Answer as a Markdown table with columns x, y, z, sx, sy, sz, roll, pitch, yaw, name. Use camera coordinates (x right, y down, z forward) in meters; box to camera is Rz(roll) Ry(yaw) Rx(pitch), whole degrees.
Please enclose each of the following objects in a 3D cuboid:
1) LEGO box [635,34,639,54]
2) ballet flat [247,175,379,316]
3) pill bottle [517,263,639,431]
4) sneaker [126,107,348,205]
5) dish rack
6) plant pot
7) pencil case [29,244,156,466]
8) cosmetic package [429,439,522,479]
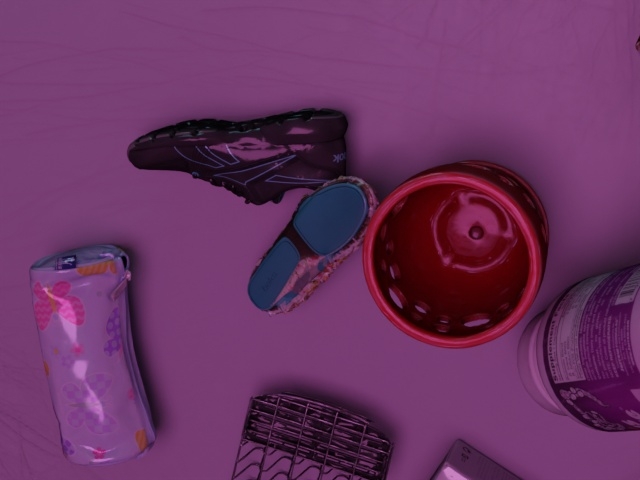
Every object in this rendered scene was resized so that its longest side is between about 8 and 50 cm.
| x | y | z | sx | sy | sz | roll | pitch | yaw | name |
| --- | --- | --- | --- | --- | --- | --- | --- | --- | --- |
| 0.504 | -0.034 | 1.219 | 0.193 | 0.372 | 0.500 | -29 | 94 | 21 | LEGO box |
| 0.000 | 0.000 | 1.505 | 0.241 | 0.077 | 0.091 | -43 | 72 | 39 | ballet flat |
| 0.326 | 0.111 | 1.344 | 0.169 | 0.301 | 0.169 | 4 | 79 | -19 | pill bottle |
| -0.097 | -0.089 | 1.521 | 0.267 | 0.101 | 0.106 | -2 | 106 | 17 | sneaker |
| -0.020 | 0.318 | 1.623 | 0.208 | 0.074 | 0.271 | 16 | 106 | 10 | dish rack |
| 0.155 | 0.003 | 1.432 | 0.191 | 0.174 | 0.191 | 4 | 106 | 15 | plant pot |
| -0.279 | 0.140 | 1.626 | 0.124 | 0.113 | 0.273 | -7 | 102 | -3 | pencil case |
| 0.224 | 0.353 | 1.554 | 0.231 | 0.085 | 0.117 | 32 | 111 | 7 | cosmetic package |
